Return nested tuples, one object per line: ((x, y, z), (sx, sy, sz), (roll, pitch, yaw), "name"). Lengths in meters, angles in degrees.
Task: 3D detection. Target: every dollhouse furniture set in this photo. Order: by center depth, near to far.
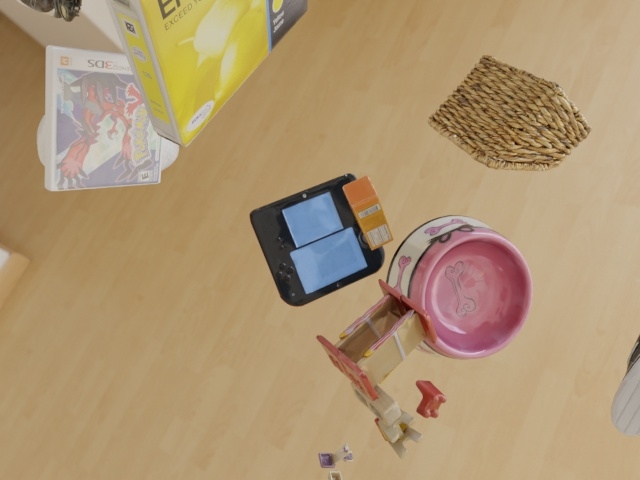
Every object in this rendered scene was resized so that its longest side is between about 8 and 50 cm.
((0.163, 0.299, 1.308), (0.201, 0.374, 0.152), (-39, 42, -16), "dollhouse furniture set")
((0.064, 0.539, 1.346), (0.081, 0.091, 0.114), (-48, 41, 34), "dollhouse furniture set")

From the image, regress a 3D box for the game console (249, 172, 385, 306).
((0.000, 0.000, 1.858), (0.386, 0.342, 0.060), (-23, 9, -17), "game console")

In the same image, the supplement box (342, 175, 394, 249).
((0.131, -0.069, 1.544), (0.080, 0.233, 0.078), (-24, 56, 2), "supplement box")

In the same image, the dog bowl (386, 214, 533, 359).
((0.391, 0.138, 1.560), (0.408, 0.408, 0.150), (-52, 16, -5), "dog bowl")

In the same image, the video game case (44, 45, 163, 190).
((-0.317, -0.178, 0.861), (0.023, 0.183, 0.201), (25, 114, 37), "video game case")

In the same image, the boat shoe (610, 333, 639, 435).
((0.778, 0.294, 1.330), (0.121, 0.119, 0.335), (29, 96, 8), "boat shoe")

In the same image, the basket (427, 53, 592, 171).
((0.436, -0.259, 1.342), (0.223, 0.213, 0.299), (-49, 36, 10), "basket")

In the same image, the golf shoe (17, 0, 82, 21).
((-0.365, -0.390, 0.746), (0.094, 0.198, 0.077), (5, 35, -13), "golf shoe")

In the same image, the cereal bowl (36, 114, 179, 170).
((-0.524, -0.283, 1.422), (0.339, 0.141, 0.339), (6, 36, -4), "cereal bowl")

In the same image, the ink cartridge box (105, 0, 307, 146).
((-0.112, -0.312, 0.647), (0.072, 0.307, 0.304), (29, 64, 13), "ink cartridge box")
